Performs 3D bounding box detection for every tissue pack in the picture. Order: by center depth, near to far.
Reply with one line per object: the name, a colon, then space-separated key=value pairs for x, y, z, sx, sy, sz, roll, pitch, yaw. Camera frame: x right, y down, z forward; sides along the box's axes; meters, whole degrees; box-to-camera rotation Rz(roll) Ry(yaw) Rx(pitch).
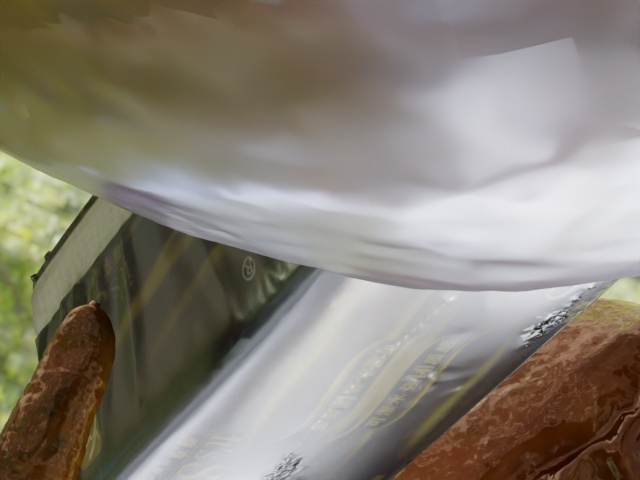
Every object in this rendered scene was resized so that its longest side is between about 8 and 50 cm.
tissue pack: x=0.000 y=0.000 z=1.054 sx=0.210 sy=0.370 sz=0.198 roll=2 pitch=-125 yaw=-36

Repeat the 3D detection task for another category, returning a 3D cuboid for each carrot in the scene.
carrot: x=-0.145 y=0.126 z=0.938 sx=0.061 sy=0.210 sz=0.061 roll=17 pitch=164 yaw=5

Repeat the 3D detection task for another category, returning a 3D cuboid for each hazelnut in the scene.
hazelnut: x=0.016 y=-0.185 z=0.445 sx=0.420 sy=0.421 sz=0.353 roll=24 pitch=-137 yaw=12

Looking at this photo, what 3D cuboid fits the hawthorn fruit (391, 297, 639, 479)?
hawthorn fruit: x=0.201 y=0.258 z=1.416 sx=0.471 sy=0.472 sz=0.472 roll=24 pitch=-179 yaw=0
